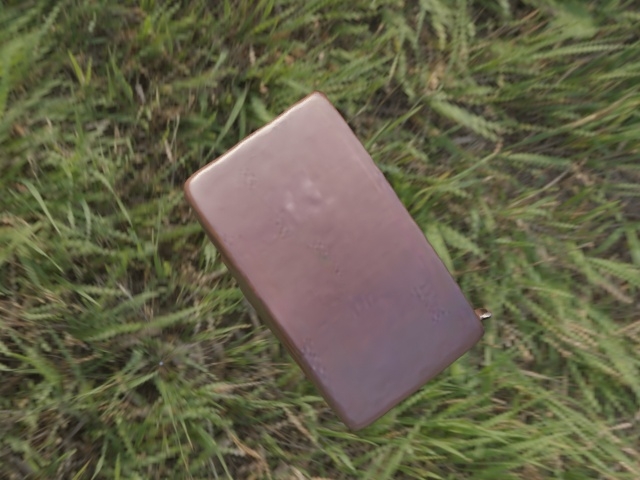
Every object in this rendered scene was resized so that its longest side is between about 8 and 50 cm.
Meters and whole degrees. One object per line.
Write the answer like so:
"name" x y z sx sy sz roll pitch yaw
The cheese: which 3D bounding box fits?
"cheese" -0.003 -0.008 0.920 0.128 0.203 0.177 -34 125 -5
